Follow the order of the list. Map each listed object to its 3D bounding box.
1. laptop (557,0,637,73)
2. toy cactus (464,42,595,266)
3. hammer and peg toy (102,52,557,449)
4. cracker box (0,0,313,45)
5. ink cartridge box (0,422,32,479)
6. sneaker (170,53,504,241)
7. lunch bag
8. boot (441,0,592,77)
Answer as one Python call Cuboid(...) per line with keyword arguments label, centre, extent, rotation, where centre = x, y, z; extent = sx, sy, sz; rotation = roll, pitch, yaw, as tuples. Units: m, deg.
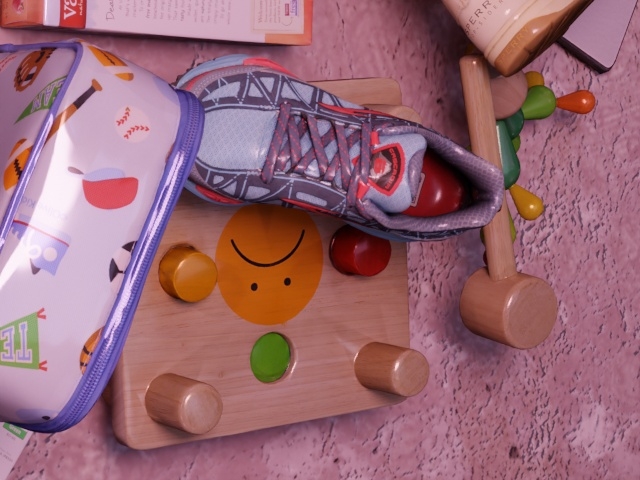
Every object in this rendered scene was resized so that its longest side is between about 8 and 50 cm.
Cuboid(label="laptop", centre=(0.253, -0.397, 1.560), extent=(0.382, 0.236, 0.408), rotation=(29, 77, -35))
Cuboid(label="toy cactus", centre=(0.152, -0.100, 1.566), extent=(0.180, 0.112, 0.219), rotation=(65, 39, -67))
Cuboid(label="hammer and peg toy", centre=(0.000, 0.000, 1.463), extent=(0.361, 0.127, 0.266), rotation=(-8, 99, -33))
Cuboid(label="cracker box", centre=(-0.112, -0.222, 1.400), extent=(0.232, 0.067, 0.155), rotation=(0, 93, -39))
Cuboid(label="ink cartridge box", centre=(-0.223, 0.107, 1.369), extent=(0.063, 0.029, 0.115), rotation=(40, 71, -33))
Cuboid(label="sneaker", centre=(0.016, -0.062, 1.313), extent=(0.262, 0.125, 0.104), rotation=(11, 88, -35))
Cuboid(label="lunch bag", centre=(-0.194, 0.004, 1.220), extent=(0.115, 0.303, 0.243), rotation=(23, 79, -24))
Cuboid(label="boot", centre=(0.125, -0.241, 1.508), extent=(0.203, 0.095, 0.262), rotation=(42, 34, 4))
